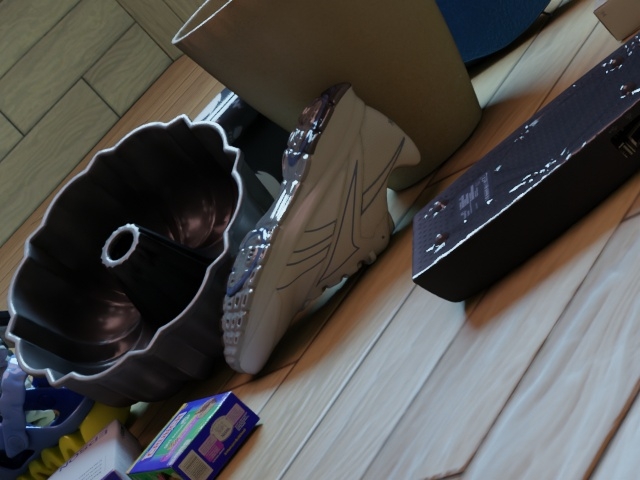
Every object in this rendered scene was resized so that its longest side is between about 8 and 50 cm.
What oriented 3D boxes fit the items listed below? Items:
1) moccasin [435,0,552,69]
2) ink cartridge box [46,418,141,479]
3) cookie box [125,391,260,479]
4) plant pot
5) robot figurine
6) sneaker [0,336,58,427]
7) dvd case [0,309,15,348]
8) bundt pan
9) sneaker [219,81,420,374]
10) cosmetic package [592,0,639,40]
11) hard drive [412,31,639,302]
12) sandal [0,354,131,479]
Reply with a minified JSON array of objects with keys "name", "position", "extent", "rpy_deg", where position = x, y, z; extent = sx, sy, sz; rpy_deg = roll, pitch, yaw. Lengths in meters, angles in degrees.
[{"name":"moccasin","position":[0.149,-0.264,2.022],"extent":[0.342,0.137,0.117],"rpy_deg":[-31,13,40]},{"name":"ink cartridge box","position":[-0.264,0.287,1.684],"extent":[0.223,0.045,0.224],"rpy_deg":[-42,13,3]},{"name":"cookie box","position":[-0.115,0.185,1.571],"extent":[0.092,0.040,0.107],"rpy_deg":[-51,14,-27]},{"name":"plant pot","position":[0.032,-0.193,1.820],"extent":[0.256,0.274,0.256],"rpy_deg":[-41,13,12]},{"name":"robot figurine","position":[-0.088,-0.088,2.076],"extent":[0.278,0.173,0.209],"rpy_deg":[-49,17,-23]},{"name":"sneaker","position":[-0.398,0.164,2.010],"extent":[0.118,0.292,0.110],"rpy_deg":[-35,48,-11]},{"name":"dvd case","position":[-0.334,0.108,2.185],"extent":[0.253,0.022,0.180],"rpy_deg":[-3,-12,-32]},{"name":"bundt pan","position":[-0.174,0.036,1.864],"extent":[0.331,0.124,0.330],"rpy_deg":[-24,45,27]},{"name":"sneaker","position":[0.000,0.000,1.686],"extent":[0.297,0.129,0.111],"rpy_deg":[-63,17,-4]},{"name":"cosmetic package","position":[0.303,-0.243,1.690],"extent":[0.060,0.041,0.115],"rpy_deg":[-35,15,32]},{"name":"hard drive","position":[0.183,-0.057,1.418],"extent":[0.255,0.054,0.172],"rpy_deg":[-40,13,15]},{"name":"sandal","position":[-0.356,0.227,1.963],"extent":[0.317,0.138,0.126],"rpy_deg":[-40,15,23]}]
